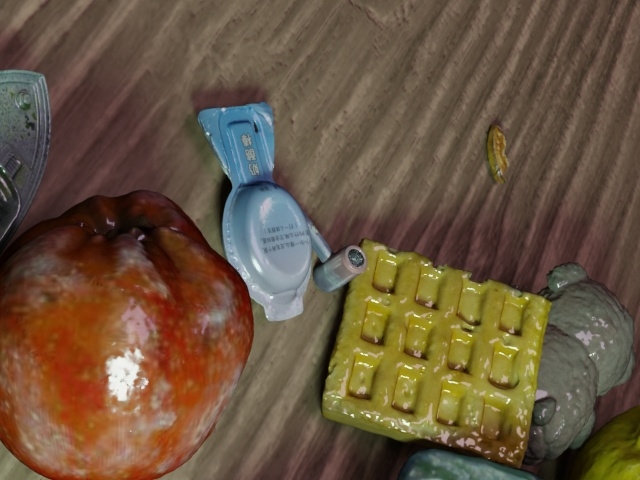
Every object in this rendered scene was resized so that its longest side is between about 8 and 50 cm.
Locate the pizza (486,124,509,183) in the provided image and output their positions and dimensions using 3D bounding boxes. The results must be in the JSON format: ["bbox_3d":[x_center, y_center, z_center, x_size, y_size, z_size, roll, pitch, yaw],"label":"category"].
[{"bbox_3d":[0.232,-0.114,2.271,0.037,0.016,0.083,9,68,-43],"label":"pizza"}]

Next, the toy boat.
[{"bbox_3d":[-0.336,-0.048,1.603,0.141,0.092,0.319,50,47,-28],"label":"toy boat"}]

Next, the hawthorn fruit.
[{"bbox_3d":[-0.197,0.089,1.589,0.284,0.284,0.284,15,68,-43],"label":"hawthorn fruit"}]

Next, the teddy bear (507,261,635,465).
[{"bbox_3d":[0.282,0.155,2.146,0.236,0.151,0.267,57,46,-21],"label":"teddy bear"}]

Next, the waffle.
[{"bbox_3d":[0.134,0.134,1.995,0.248,0.055,0.221,19,63,-8],"label":"waffle"}]

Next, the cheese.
[{"bbox_3d":[-0.067,-0.032,1.909,0.135,0.052,0.244,-12,86,-50],"label":"cheese"}]

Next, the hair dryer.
[{"bbox_3d":[0.000,0.000,1.971,0.114,0.063,0.037,54,47,0],"label":"hair dryer"}]

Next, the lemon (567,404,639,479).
[{"bbox_3d":[0.464,0.359,2.157,0.348,0.348,0.348,15,68,-43],"label":"lemon"}]

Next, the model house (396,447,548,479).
[{"bbox_3d":[0.212,0.389,1.976,0.301,0.190,0.271,17,85,-53],"label":"model house"}]
